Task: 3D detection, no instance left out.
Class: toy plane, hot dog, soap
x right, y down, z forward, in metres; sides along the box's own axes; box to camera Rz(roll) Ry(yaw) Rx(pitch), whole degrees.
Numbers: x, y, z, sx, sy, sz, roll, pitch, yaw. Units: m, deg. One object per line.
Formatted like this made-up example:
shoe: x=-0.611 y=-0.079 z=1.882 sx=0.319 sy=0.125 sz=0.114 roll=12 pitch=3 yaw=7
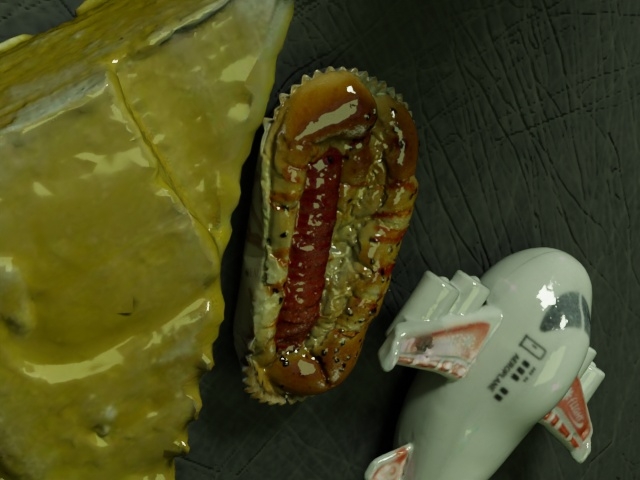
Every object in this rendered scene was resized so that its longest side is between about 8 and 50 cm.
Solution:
toy plane: x=0.134 y=0.120 z=0.932 sx=0.252 sy=0.118 sz=0.252 roll=-12 pitch=115 yaw=-28
hot dog: x=0.000 y=0.000 z=0.831 sx=0.131 sy=0.069 sz=0.252 roll=2 pitch=111 yaw=-31
soap: x=-0.089 y=0.023 z=0.732 sx=0.304 sy=0.169 sz=0.338 roll=-28 pitch=122 yaw=-5
